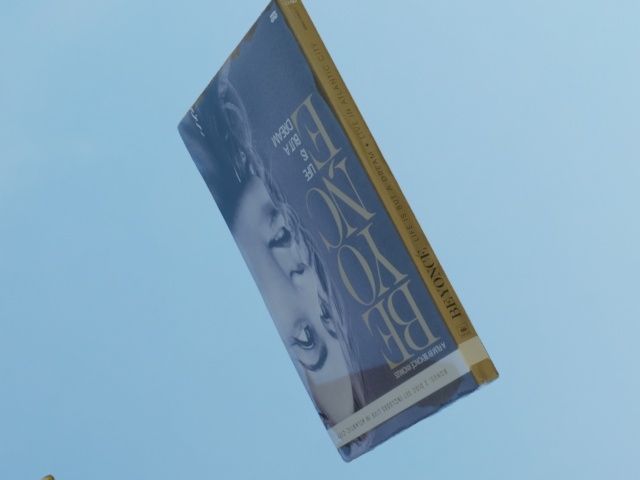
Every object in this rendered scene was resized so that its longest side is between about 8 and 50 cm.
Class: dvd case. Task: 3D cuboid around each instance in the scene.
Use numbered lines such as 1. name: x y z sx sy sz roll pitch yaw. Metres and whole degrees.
1. dvd case: 0.000 0.000 0.821 0.018 0.164 0.221 -23 -100 -30

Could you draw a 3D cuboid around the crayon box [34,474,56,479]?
1. crayon box: -0.319 0.304 1.105 0.318 0.081 0.202 -39 -172 -28
